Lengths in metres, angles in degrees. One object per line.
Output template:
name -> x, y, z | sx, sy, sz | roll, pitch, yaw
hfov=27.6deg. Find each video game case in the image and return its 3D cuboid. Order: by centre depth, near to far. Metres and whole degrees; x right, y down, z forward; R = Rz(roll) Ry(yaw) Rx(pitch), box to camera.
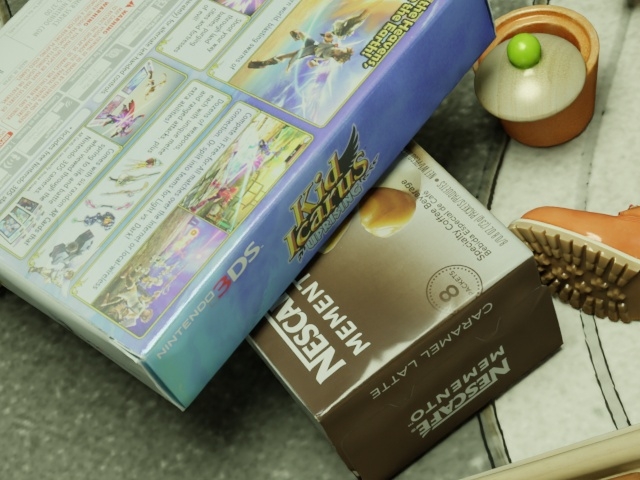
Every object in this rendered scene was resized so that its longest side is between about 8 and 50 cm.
video game case -> -0.080, -0.074, 0.716 | 0.244, 0.061, 0.269 | 28, 70, 35

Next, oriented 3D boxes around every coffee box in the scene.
coffee box -> 0.000, 0.000, 0.738 | 0.141, 0.098, 0.246 | -36, 52, -6

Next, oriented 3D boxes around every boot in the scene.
boot -> 0.182, 0.000, 0.709 | 0.158, 0.059, 0.085 | 15, 59, 17

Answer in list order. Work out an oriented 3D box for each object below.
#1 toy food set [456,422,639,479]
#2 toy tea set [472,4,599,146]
toy food set -> 0.089, 0.169, 0.535 | 0.306, 0.092, 0.220 | -27, 45, 38
toy tea set -> 0.247, -0.150, 0.744 | 0.336, 0.124, 0.200 | -33, 53, -6
